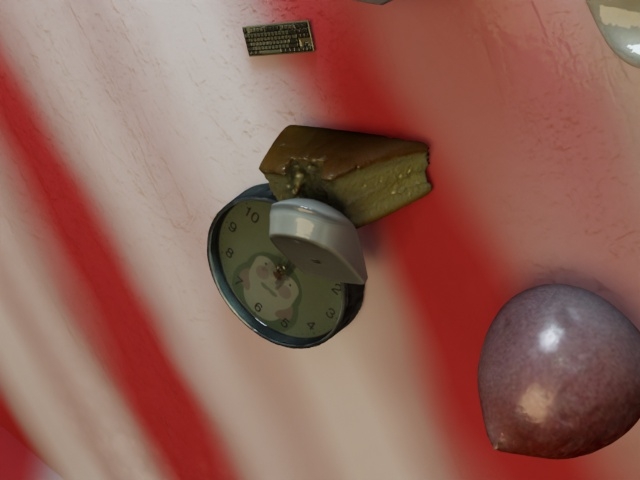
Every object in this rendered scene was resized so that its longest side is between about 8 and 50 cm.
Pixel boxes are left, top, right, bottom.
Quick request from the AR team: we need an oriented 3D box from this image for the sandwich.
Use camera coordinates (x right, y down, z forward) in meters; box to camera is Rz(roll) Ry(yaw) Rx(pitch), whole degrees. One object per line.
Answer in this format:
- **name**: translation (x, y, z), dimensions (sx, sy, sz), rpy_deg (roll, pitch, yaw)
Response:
- **sandwich**: translation (0.042, -0.098, 1.048), dimensions (0.235, 0.128, 0.122), rpy_deg (8, 140, 28)

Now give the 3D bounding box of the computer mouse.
- **computer mouse**: translation (0.000, 0.000, 1.042), dimensions (0.128, 0.079, 0.231), rpy_deg (14, 160, 22)

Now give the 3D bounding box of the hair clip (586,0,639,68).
- **hair clip**: translation (0.348, -0.333, 0.719), dimensions (0.172, 0.113, 0.282), rpy_deg (1, 114, 34)

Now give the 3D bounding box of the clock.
- **clock**: translation (-0.071, 0.052, 1.249), dimensions (0.319, 0.066, 0.319), rpy_deg (16, 121, 27)

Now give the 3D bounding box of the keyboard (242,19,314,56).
- **keyboard**: translation (-0.068, -0.318, 1.075), dimensions (0.129, 0.015, 0.049), rpy_deg (6, 118, 32)

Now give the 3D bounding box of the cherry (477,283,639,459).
- **cherry**: translation (0.332, 0.184, 0.935), dimensions (0.239, 0.239, 0.206), rpy_deg (52, 134, 0)

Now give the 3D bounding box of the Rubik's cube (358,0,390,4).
- **Rubik's cube**: translation (0.046, -0.429, 0.772), dimensions (0.319, 0.264, 0.319), rpy_deg (16, 123, 27)
